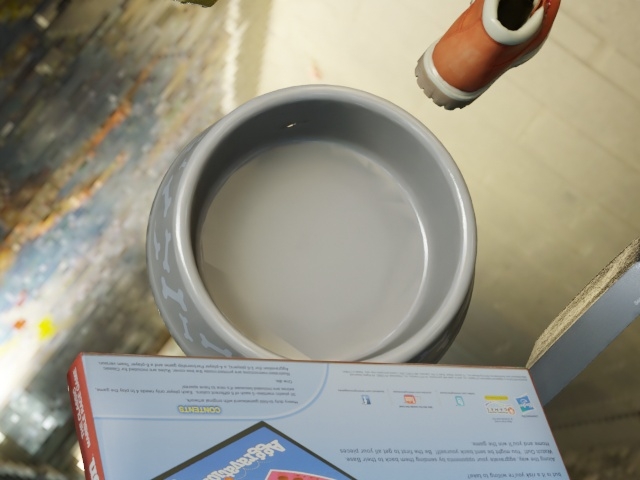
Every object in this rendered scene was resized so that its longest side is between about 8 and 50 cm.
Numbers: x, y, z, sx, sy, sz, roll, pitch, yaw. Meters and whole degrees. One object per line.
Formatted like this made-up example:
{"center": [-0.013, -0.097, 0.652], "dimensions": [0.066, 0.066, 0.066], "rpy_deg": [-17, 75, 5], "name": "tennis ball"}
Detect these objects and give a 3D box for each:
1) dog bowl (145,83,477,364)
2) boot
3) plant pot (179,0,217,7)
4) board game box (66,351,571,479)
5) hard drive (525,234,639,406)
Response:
{"center": [0.000, 0.000, 1.549], "dimensions": [0.349, 0.349, 0.102], "rpy_deg": [37, 163, 1], "name": "dog bowl"}
{"center": [0.130, -0.151, 0.999], "dimensions": [0.059, 0.158, 0.084], "rpy_deg": [42, 137, -1], "name": "boot"}
{"center": [-0.148, -0.310, 1.735], "dimensions": [0.081, 0.083, 0.081], "rpy_deg": [16, -171, 37], "name": "plant pot"}
{"center": [0.014, 0.129, 0.802], "dimensions": [0.281, 0.027, 0.145], "rpy_deg": [5, -131, -29], "name": "board game box"}
{"center": [0.356, 0.097, 1.966], "dimensions": [0.054, 0.255, 0.172], "rpy_deg": [40, -152, 0], "name": "hard drive"}
